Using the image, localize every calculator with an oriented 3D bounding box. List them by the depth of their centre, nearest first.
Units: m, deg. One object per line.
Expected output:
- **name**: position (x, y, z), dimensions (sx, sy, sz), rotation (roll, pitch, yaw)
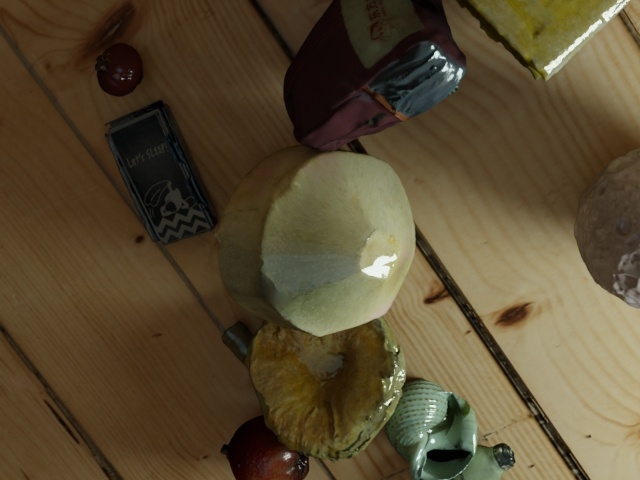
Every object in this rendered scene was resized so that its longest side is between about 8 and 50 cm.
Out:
- **calculator**: position (-0.322, -0.128, 1.635), dimensions (0.165, 0.028, 0.274), rotation (-17, 103, 27)

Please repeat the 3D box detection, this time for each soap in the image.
- **soap**: position (0.336, -0.441, 1.178), dimensions (0.335, 0.156, 0.293), rotation (-43, 94, 13)

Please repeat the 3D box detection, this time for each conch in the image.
- **conch**: position (0.203, 0.371, 1.590), dimensions (0.172, 0.131, 0.200), rotation (15, 78, -14)

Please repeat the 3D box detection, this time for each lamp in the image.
- **lamp**: position (-0.379, -0.322, 1.540), dimensions (0.101, 0.090, 0.101), rotation (-12, 72, 41)
- **lamp**: position (0.281, 0.467, 1.625), dimensions (0.250, 0.101, 0.101), rotation (-36, 97, 30)

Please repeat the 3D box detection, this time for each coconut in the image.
- **coconut**: position (0.000, 0.000, 1.423), dimensions (0.352, 0.352, 0.353), rotation (7, 113, 16)

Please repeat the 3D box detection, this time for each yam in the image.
- **yam**: position (-0.088, 0.288, 1.700), dimensions (0.300, 0.066, 0.066), rotation (46, 118, -3)

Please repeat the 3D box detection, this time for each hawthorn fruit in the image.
- **hawthorn fruit**: position (-0.117, 0.447, 1.726), dimensions (0.188, 0.169, 0.169), rotation (6, 113, 21)

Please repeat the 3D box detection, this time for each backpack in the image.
- **backpack**: position (0.073, -0.275, 1.317), dimensions (0.197, 0.283, 0.317), rotation (27, 129, -33)

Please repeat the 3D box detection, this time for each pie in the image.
- **pie**: position (0.005, 0.254, 1.584), dimensions (0.339, 0.083, 0.340), rotation (-2, 85, 22)

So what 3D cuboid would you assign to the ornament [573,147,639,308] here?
- **ornament**: position (0.519, -0.014, 1.266), dimensions (0.259, 0.259, 0.225), rotation (37, 131, 2)
